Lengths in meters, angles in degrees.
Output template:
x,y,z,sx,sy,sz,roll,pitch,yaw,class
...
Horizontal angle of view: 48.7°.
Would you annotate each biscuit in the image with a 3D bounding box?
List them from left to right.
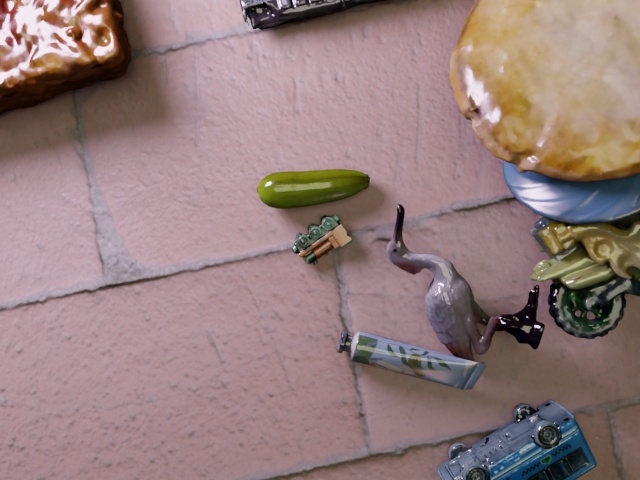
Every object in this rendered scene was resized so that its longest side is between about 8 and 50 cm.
x,y,z,sx,sy,sz,roll,pitch,yaw,class
-0.532,-0.394,1.193,0.395,0.166,0.342,-14,91,1,biscuit
0.436,-0.299,1.135,0.429,0.104,0.446,28,86,19,biscuit

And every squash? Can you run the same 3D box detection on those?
x,y,z,sx,sy,sz,roll,pitch,yaw,class
-0.012,-0.095,1.248,0.201,0.066,0.066,-7,90,-7,squash

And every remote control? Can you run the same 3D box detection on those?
x,y,z,sx,sy,sz,roll,pitch,yaw,class
0.051,-0.470,1.248,0.399,0.062,0.144,-13,91,-2,remote control

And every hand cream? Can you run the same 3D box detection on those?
x,y,z,sx,sy,sz,roll,pitch,yaw,class
0.158,0.207,1.247,0.256,0.055,0.088,14,132,0,hand cream

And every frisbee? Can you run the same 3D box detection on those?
x,y,z,sx,sy,sz,roll,pitch,yaw,class
0.445,-0.152,1.167,0.290,0.049,0.289,-14,50,17,frisbee

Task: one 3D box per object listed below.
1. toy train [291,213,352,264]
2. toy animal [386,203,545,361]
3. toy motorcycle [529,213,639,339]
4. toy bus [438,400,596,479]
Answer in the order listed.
x,y,z,sx,sy,sz,roll,pitch,yaw,class
0.000,0.000,1.258,0.103,0.044,0.064,-35,100,-1,toy train
0.225,0.095,1.221,0.324,0.090,0.195,33,117,4,toy animal
0.536,-0.021,1.196,0.410,0.169,0.237,-37,89,0,toy motorcycle
0.337,0.388,1.221,0.246,0.113,0.134,-31,96,-2,toy bus
